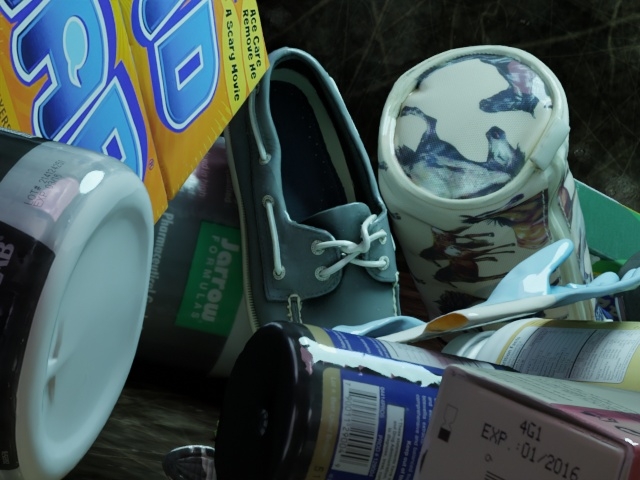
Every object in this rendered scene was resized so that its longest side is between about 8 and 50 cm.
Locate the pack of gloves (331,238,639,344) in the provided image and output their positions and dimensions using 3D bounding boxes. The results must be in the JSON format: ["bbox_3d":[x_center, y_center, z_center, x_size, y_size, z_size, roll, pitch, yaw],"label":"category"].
[{"bbox_3d":[0.089,0.037,1.266,0.195,0.046,0.232,-16,-5,42],"label":"pack of gloves"}]

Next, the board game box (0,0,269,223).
[{"bbox_3d":[-0.292,-0.184,1.326,0.356,0.356,0.356,9,42,24],"label":"board game box"}]

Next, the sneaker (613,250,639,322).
[{"bbox_3d":[0.392,0.129,1.812,0.281,0.106,0.162,50,-1,-27],"label":"sneaker"}]

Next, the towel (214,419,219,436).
[{"bbox_3d":[0.007,0.150,1.396,0.152,0.023,0.113,12,1,11],"label":"towel"}]

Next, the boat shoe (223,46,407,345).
[{"bbox_3d":[0.000,0.000,1.489,0.116,0.319,0.099,-9,-19,-20],"label":"boat shoe"}]

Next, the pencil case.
[{"bbox_3d":[0.165,0.007,1.688,0.183,0.160,0.410,15,-28,25],"label":"pencil case"}]

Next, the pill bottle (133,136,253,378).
[{"bbox_3d":[-0.142,0.002,1.613,0.361,0.204,0.204,12,4,-13],"label":"pill bottle"}]

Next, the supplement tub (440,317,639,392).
[{"bbox_3d":[0.182,0.125,1.289,0.200,0.144,0.144,0,-6,37],"label":"supplement tub"}]

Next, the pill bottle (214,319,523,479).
[{"bbox_3d":[0.058,0.125,1.141,0.219,0.122,0.123,13,4,-22],"label":"pill bottle"}]

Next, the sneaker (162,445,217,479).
[{"bbox_3d":[-0.059,0.144,1.173,0.083,0.031,0.035,17,-11,-21],"label":"sneaker"}]

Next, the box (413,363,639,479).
[{"bbox_3d":[0.159,0.154,0.885,0.232,0.148,0.127,11,6,-37],"label":"box"}]

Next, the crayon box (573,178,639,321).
[{"bbox_3d":[0.317,0.079,1.968,0.323,0.083,0.203,25,-42,-19],"label":"crayon box"}]

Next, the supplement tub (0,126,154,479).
[{"bbox_3d":[-0.269,0.011,1.086,0.316,0.193,0.193,16,4,13],"label":"supplement tub"}]
